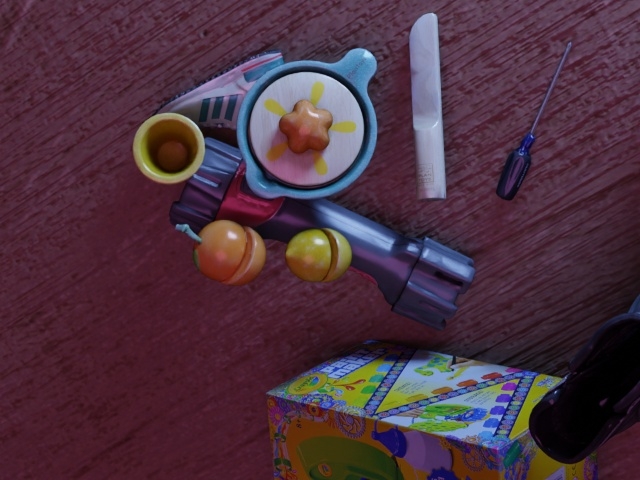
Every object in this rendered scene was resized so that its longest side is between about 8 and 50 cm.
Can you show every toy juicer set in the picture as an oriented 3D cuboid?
[{"bbox_3d":[0.002,-0.072,1.484,0.329,0.089,0.209,-23,86,-4],"label":"toy juicer set"}]

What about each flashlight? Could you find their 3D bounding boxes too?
[{"bbox_3d":[0.000,0.000,1.578,0.304,0.103,0.103,25,106,-2],"label":"flashlight"}]

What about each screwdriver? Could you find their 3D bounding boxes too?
[{"bbox_3d":[0.217,-0.117,1.538,0.025,0.024,0.170,19,105,-27],"label":"screwdriver"}]

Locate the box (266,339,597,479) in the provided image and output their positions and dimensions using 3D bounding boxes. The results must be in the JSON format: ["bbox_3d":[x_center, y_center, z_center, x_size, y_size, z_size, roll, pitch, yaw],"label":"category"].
[{"bbox_3d":[0.116,0.280,1.541,0.279,0.177,0.290,8,111,39],"label":"box"}]

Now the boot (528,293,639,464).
[{"bbox_3d":[0.329,0.054,1.350,0.118,0.223,0.338,38,119,24],"label":"boot"}]

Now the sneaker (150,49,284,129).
[{"bbox_3d":[-0.096,-0.130,1.570,0.161,0.057,0.075,-26,95,14],"label":"sneaker"}]
